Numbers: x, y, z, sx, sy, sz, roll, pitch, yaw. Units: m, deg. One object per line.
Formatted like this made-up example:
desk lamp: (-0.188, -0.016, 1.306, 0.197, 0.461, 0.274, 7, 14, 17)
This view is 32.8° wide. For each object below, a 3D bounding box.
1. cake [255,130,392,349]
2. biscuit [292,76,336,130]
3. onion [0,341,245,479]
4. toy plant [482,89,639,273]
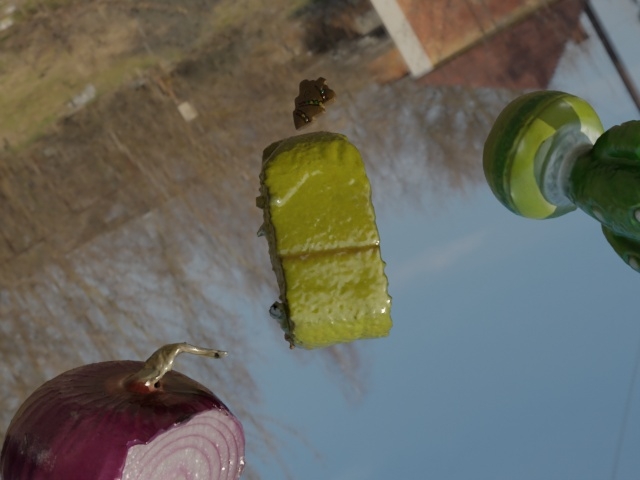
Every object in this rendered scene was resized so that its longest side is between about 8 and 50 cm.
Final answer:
cake: (0.000, 0.000, 1.336, 0.156, 0.261, 0.179, -8, 179, -7)
biscuit: (-0.017, -0.215, 1.705, 0.082, 0.016, 0.092, 33, -87, 39)
onion: (-0.184, 0.188, 0.959, 0.200, 0.201, 0.207, -23, -160, 43)
toy plant: (0.383, -0.084, 1.461, 0.184, 0.224, 0.316, -28, -141, -27)
